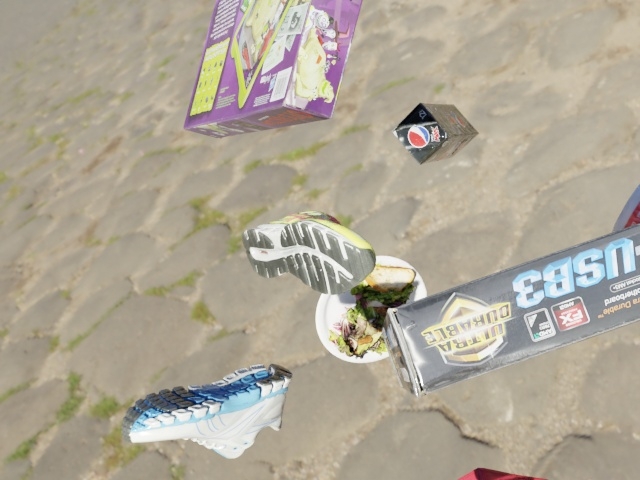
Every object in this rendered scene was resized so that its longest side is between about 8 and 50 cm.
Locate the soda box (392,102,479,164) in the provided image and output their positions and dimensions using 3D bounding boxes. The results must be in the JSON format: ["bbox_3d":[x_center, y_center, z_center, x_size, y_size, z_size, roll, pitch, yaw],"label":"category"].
[{"bbox_3d":[0.153,-0.140,1.131,0.053,0.060,0.169,-43,-9,23],"label":"soda box"}]

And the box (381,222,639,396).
[{"bbox_3d":[0.197,0.047,0.710,0.296,0.073,0.293,-20,-7,0],"label":"box"}]

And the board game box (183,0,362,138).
[{"bbox_3d":[-0.047,-0.206,0.817,0.347,0.056,0.208,-168,89,-68],"label":"board game box"}]

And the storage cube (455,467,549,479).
[{"bbox_3d":[0.307,0.541,1.544,0.215,0.184,0.193,-46,38,38],"label":"storage cube"}]

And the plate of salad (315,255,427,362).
[{"bbox_3d":[0.090,0.121,1.447,0.200,0.199,0.048,-33,29,-4],"label":"plate of salad"}]

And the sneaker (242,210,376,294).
[{"bbox_3d":[0.000,0.000,0.971,0.094,0.081,0.209,-25,22,-32],"label":"sneaker"}]

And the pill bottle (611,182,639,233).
[{"bbox_3d":[0.604,0.012,1.307,0.283,0.161,0.161,38,67,25],"label":"pill bottle"}]

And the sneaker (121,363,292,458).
[{"bbox_3d":[-0.107,0.185,0.868,0.191,0.082,0.071,-8,15,-37],"label":"sneaker"}]
